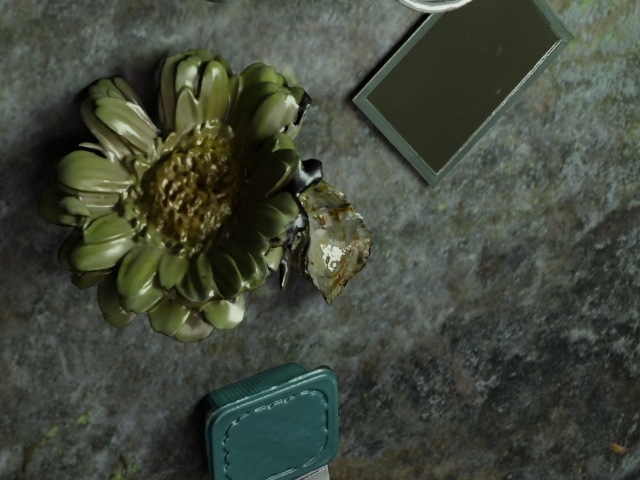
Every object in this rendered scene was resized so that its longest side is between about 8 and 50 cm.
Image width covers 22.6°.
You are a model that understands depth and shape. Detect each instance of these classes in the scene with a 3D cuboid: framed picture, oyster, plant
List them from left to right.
[{"bbox_3d":[-0.115,-0.017,1.631,0.306,0.261,0.297,-36,132,-24],"label":"plant"},{"bbox_3d":[-0.002,-0.007,1.854,0.105,0.056,0.177,-51,135,-12],"label":"oyster"},{"bbox_3d":[0.168,-0.204,1.870,0.252,0.014,0.197,-47,133,0],"label":"framed picture"}]

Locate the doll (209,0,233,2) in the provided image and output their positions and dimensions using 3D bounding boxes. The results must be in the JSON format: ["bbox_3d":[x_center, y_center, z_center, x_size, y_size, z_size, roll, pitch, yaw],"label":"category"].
[{"bbox_3d":[-0.103,-0.321,1.549,0.107,0.110,0.181,0,129,11],"label":"doll"}]

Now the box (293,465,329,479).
[{"bbox_3d":[-0.049,0.347,2.049,0.130,0.051,0.129,-25,129,-20],"label":"box"}]

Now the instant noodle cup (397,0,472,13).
[{"bbox_3d":[0.076,-0.341,1.590,0.217,0.207,0.217,-16,125,-24],"label":"instant noodle cup"}]

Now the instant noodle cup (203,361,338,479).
[{"bbox_3d":[-0.069,0.226,1.946,0.179,0.070,0.157,-20,129,-24],"label":"instant noodle cup"}]
